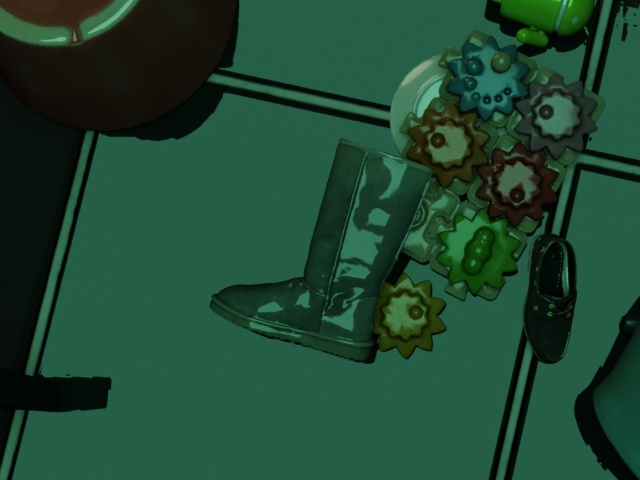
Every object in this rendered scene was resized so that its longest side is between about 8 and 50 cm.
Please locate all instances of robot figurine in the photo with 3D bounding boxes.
[{"bbox_3d":[0.228,-0.249,1.716,0.115,0.067,0.101,20,103,6],"label":"robot figurine"}]

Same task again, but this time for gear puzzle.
[{"bbox_3d":[0.137,-0.038,1.700,0.175,0.044,0.339,30,92,3],"label":"gear puzzle"}]

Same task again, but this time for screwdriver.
[{"bbox_3d":[0.385,0.102,1.686,0.170,0.024,0.025,16,56,5],"label":"screwdriver"}]

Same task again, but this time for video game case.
[{"bbox_3d":[-0.408,0.139,1.625,0.248,0.275,0.035,2,81,6],"label":"video game case"}]

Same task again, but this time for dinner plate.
[{"bbox_3d":[0.142,-0.127,1.737,0.141,0.017,0.141,-1,82,5],"label":"dinner plate"}]

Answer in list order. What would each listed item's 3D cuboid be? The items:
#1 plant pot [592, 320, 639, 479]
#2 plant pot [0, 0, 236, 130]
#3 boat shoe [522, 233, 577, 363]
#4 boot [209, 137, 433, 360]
[{"bbox_3d":[0.403,0.128,1.561,0.271,0.271,0.255,47,109,8],"label":"plant pot"},{"bbox_3d":[-0.234,-0.259,1.673,0.275,0.243,0.275,-1,84,5],"label":"plant pot"},{"bbox_3d":[0.232,0.060,1.684,0.049,0.042,0.133,-2,96,-14],"label":"boat shoe"},{"bbox_3d":[-0.001,-0.001,1.686,0.190,0.076,0.208,14,99,7],"label":"boot"}]
